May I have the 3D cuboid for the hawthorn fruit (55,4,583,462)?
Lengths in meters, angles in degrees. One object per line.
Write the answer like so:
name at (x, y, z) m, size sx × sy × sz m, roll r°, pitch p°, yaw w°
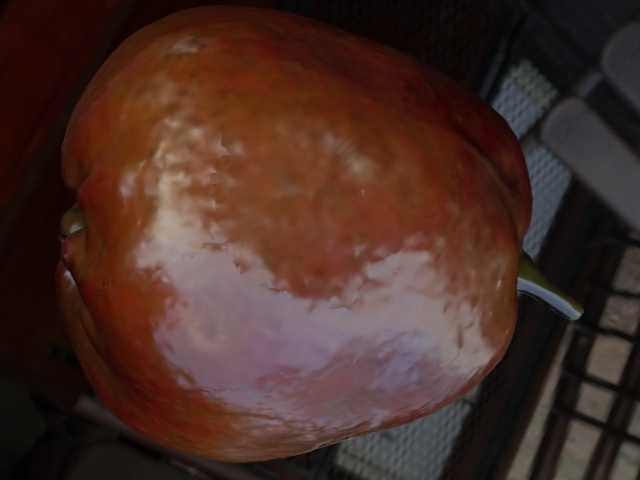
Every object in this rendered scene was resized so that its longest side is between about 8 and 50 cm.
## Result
hawthorn fruit at (0.000, 0.000, 0.613) m, size 0.260 × 0.224 × 0.224 m, roll 6°, pitch 170°, yaw -6°
